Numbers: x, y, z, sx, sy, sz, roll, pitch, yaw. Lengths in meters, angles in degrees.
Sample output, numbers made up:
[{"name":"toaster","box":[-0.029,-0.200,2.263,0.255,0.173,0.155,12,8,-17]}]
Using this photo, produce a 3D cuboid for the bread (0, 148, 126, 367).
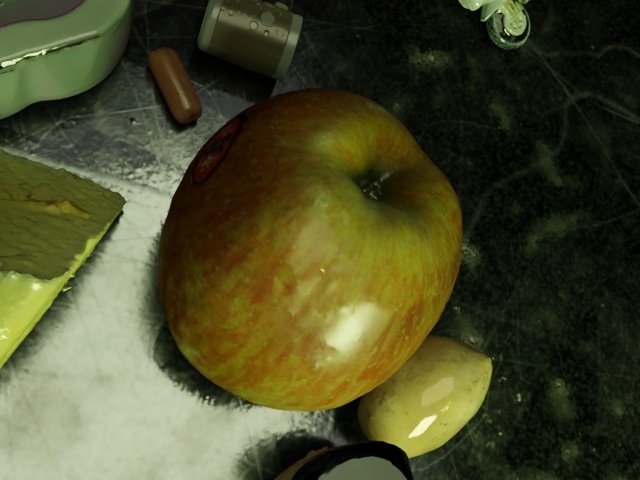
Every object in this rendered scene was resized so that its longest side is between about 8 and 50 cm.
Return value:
[{"name":"bread","box":[-0.436,0.073,0.603,0.346,0.242,0.404,31,103,-14]}]

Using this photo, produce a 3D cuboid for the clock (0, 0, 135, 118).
[{"name":"clock","box":[-0.337,-0.287,0.675,0.339,0.102,0.338,4,76,-18]}]

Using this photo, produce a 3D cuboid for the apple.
[{"name":"apple","box":[0.000,0.000,0.646,0.278,0.250,0.309,15,71,-15]}]

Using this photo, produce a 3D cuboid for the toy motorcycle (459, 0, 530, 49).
[{"name":"toy motorcycle","box":[0.229,-0.364,0.900,0.151,0.074,0.228,19,82,-19]}]

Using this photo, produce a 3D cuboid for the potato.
[{"name":"potato","box":[0.104,0.156,0.727,0.147,0.112,0.112,-37,91,-15]}]

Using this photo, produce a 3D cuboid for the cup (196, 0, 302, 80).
[{"name":"cup","box":[-0.075,-0.238,0.766,0.099,0.074,0.102,17,73,-14]}]

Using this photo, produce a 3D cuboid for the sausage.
[{"name":"sausage","box":[-0.153,-0.163,0.745,0.034,0.034,0.083,-24,88,-22]}]

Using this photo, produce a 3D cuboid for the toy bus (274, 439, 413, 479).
[{"name":"toy bus","box":[0.040,0.336,0.638,0.128,0.147,0.302,-11,81,-19]}]
